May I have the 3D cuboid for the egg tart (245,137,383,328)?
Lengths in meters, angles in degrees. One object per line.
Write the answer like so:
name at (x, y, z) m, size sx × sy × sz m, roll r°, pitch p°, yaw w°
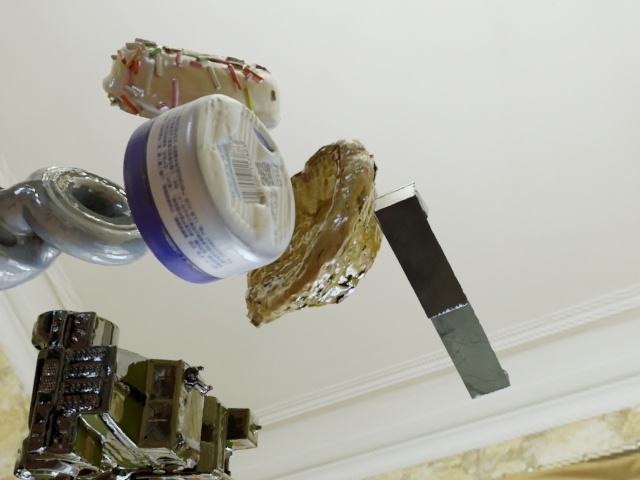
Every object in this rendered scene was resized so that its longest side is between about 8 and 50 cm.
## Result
egg tart at (0.001, -0.004, 1.191) m, size 0.129 × 0.341 × 0.341 m, roll 30°, pitch -64°, yaw -23°

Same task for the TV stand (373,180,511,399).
TV stand at (0.133, 0.059, 0.794) m, size 0.049 × 0.040 × 0.256 m, roll -23°, pitch -69°, yaw 17°

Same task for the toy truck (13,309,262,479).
toy truck at (-0.142, 0.152, 0.612) m, size 0.127 × 0.257 × 0.127 m, roll -6°, pitch -119°, yaw 13°

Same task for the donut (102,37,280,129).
donut at (-0.257, -0.317, 1.524) m, size 0.382 × 0.382 × 0.142 m, roll 16°, pitch -76°, yaw 12°

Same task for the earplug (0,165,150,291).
earplug at (-0.418, -0.017, 1.129) m, size 0.325 × 0.214 × 0.175 m, roll -7°, pitch -54°, yaw -18°

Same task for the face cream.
face cream at (-0.118, -0.060, 0.853) m, size 0.111 × 0.206 × 0.206 m, roll -20°, pitch -80°, yaw 24°
